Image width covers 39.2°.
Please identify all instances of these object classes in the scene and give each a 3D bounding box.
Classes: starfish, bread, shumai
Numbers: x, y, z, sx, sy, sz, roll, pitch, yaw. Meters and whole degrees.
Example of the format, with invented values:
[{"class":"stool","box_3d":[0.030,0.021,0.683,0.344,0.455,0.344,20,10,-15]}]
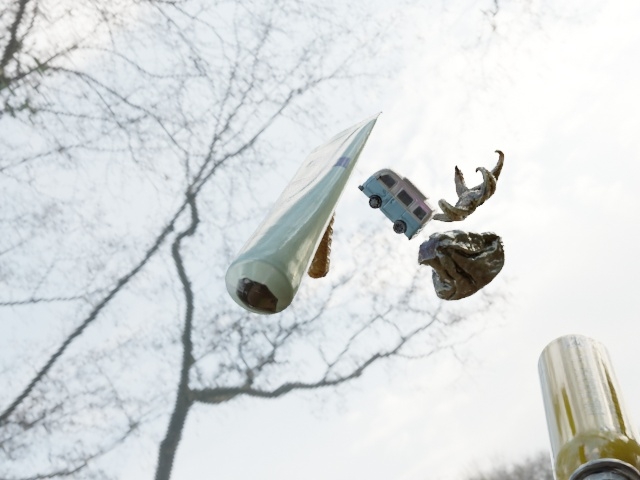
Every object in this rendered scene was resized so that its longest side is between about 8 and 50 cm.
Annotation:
[{"class":"starfish","box_3d":[0.295,-0.105,1.802,0.190,0.074,0.146,-42,12,-5]},{"class":"bread","box_3d":[0.000,0.000,1.800,0.052,0.157,0.044,12,-12,-30]},{"class":"shumai","box_3d":[0.377,0.055,2.422,0.218,0.184,0.185,-19,-24,22]}]

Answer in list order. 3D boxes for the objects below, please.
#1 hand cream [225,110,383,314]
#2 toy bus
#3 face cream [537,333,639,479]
[{"class":"hand cream","box_3d":[-0.014,-0.037,0.947,0.109,0.067,0.321,-27,21,34]},{"class":"toy bus","box_3d":[0.127,-0.066,1.449,0.075,0.123,0.060,-47,-9,19]},{"class":"face cream","box_3d":[0.323,0.227,1.073,0.105,0.105,0.349,-52,4,20]}]
